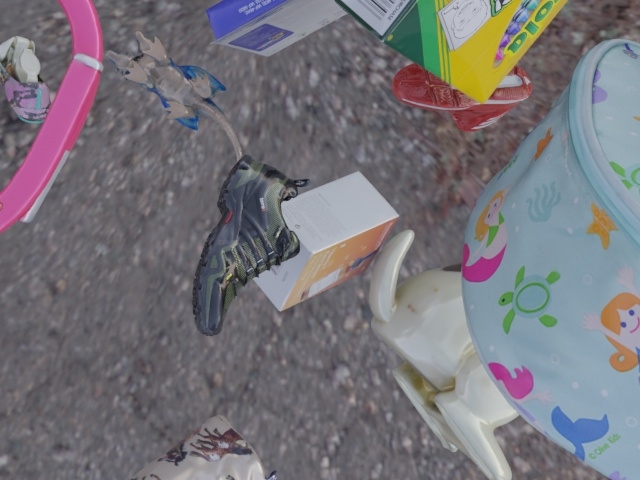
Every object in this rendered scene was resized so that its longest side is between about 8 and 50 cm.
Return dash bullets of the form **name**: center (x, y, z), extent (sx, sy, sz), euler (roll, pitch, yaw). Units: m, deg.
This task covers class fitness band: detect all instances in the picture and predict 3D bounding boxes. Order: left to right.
- **fitness band**: center (-0.313, -0.128, 1.081), extent (0.209, 0.054, 0.291), euler (27, 89, -5)

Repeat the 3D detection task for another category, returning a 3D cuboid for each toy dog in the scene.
- **toy dog**: center (0.294, 0.094, 1.828), extent (0.408, 0.284, 0.395), euler (-36, 94, -9)

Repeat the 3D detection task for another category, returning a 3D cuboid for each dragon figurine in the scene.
- **dragon figurine**: center (-0.197, -0.216, 1.811), extent (0.289, 0.144, 0.085), euler (37, 94, 7)

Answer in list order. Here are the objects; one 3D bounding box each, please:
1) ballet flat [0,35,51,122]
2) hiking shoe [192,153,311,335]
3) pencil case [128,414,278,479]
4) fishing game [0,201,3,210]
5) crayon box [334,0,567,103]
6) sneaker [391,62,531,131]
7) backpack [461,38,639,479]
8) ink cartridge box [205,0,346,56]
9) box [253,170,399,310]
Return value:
- **ballet flat**: center (-0.439, -0.250, 1.820), extent (0.077, 0.221, 0.079), euler (3, 119, -32)
- **hiking shoe**: center (-0.083, 0.014, 1.513), extent (0.114, 0.086, 0.227), euler (18, 83, -9)
- **pencil case**: center (-0.255, 0.455, 1.928), extent (0.410, 0.160, 0.183), euler (-36, 104, -35)
- **fishing game**: center (-0.278, 0.104, 0.828), extent (0.041, 0.189, 0.264), euler (22, 63, -22)
- **crayon box**: center (0.227, -0.372, 1.548), extent (0.106, 0.313, 0.363), euler (46, 105, 28)
- **sneaker**: center (0.198, -0.203, 1.878), extent (0.221, 0.128, 0.087), euler (1, 63, -18)
- **backpack**: center (0.191, 0.023, 0.513), extent (0.253, 0.225, 0.191), euler (27, 125, -3)
- **ink cartridge box**: center (-0.062, -0.343, 1.849), extent (0.165, 0.332, 0.065), euler (-26, 91, 12)
- **box**: center (0.000, 0.000, 1.692), extent (0.091, 0.170, 0.130), euler (49, 139, 20)
